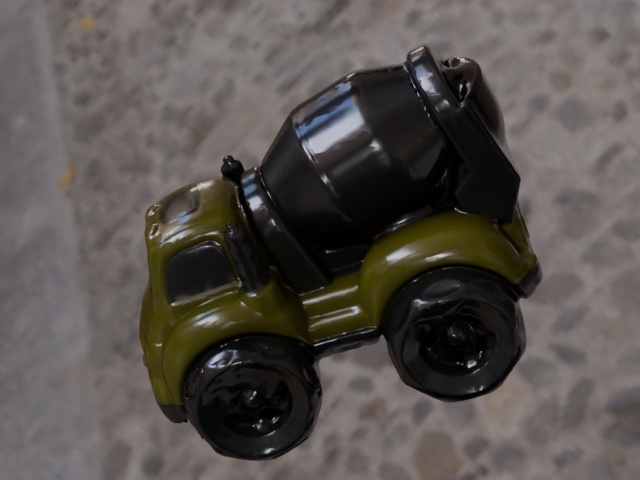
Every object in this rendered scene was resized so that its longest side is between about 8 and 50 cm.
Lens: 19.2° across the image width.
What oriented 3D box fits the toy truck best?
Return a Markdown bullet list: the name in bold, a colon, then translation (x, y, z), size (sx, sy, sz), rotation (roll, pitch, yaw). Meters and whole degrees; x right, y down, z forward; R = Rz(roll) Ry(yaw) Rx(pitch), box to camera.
- **toy truck**: translation (0.000, 0.000, 0.997), size (0.224, 0.165, 0.147), rotation (-19, 28, 7)
